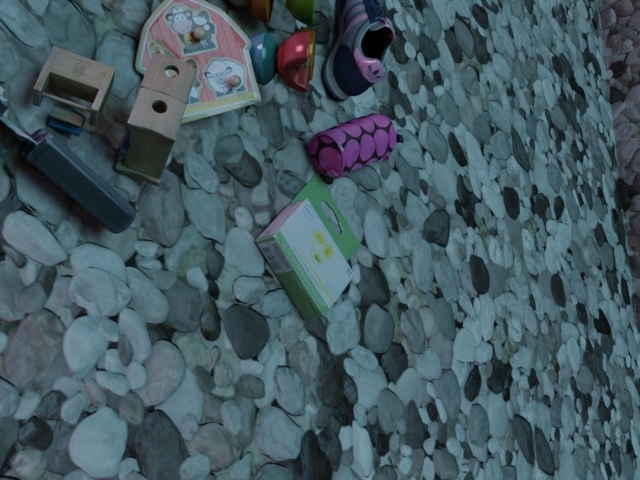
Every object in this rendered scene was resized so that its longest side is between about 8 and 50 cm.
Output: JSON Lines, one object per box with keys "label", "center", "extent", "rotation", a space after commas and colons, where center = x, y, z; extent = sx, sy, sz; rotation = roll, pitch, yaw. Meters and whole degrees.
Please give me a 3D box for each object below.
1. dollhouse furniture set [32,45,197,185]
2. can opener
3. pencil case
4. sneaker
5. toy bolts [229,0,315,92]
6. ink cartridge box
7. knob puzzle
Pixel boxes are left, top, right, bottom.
{"label": "dollhouse furniture set", "center": [-0.282, -0.187, 1.091], "extent": [0.183, 0.129, 0.129], "rotation": [19, 59, -13]}
{"label": "can opener", "center": [-0.356, -0.099, 1.000], "extent": [0.280, 0.074, 0.093], "rotation": [41, 84, -33]}
{"label": "pencil case", "center": [0.066, -0.178, 1.509], "extent": [0.209, 0.095, 0.098], "rotation": [-26, 114, -49]}
{"label": "sneaker", "center": [0.101, -0.423, 1.593], "extent": [0.112, 0.131, 0.319], "rotation": [34, 54, -39]}
{"label": "toy bolts", "center": [-0.093, -0.340, 1.373], "extent": [0.218, 0.158, 0.228], "rotation": [93, 2, -52]}
{"label": "ink cartridge box", "center": [0.000, 0.000, 1.399], "extent": [0.171, 0.056, 0.235], "rotation": [59, 44, -19]}
{"label": "knob puzzle", "center": [-0.190, -0.286, 1.216], "extent": [0.213, 0.030, 0.213], "rotation": [1, 88, -26]}
